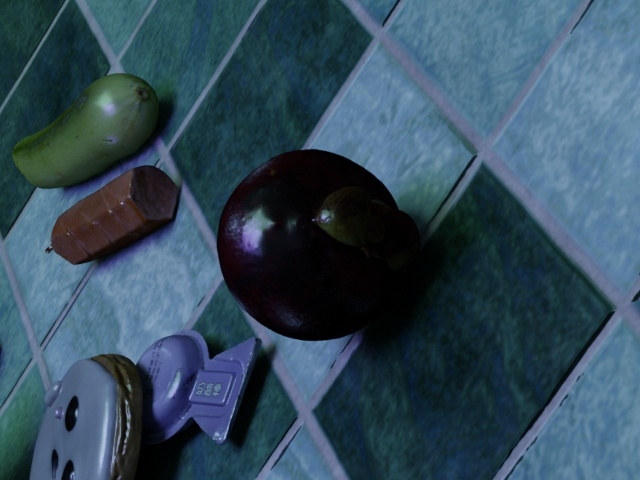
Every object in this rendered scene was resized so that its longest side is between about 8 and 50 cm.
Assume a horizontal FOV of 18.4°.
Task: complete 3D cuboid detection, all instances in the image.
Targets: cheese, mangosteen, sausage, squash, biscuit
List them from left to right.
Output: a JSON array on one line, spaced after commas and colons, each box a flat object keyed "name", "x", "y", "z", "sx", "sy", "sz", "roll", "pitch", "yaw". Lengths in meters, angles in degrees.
[{"name": "biscuit", "x": -0.211, "y": 0.188, "z": 1.730, "sx": 0.208, "sy": 0.049, "sz": 0.181, "roll": 129, "pitch": 143, "yaw": -50}, {"name": "squash", "x": -0.245, "y": -0.108, "z": 2.062, "sx": 0.250, "sy": 0.083, "sz": 0.083, "roll": -25, "pitch": 46, "yaw": 54}, {"name": "sausage", "x": -0.209, "y": -0.019, "z": 1.939, "sx": 0.169, "sy": 0.065, "sz": 0.065, "roll": -26, "pitch": 45, "yaw": 48}, {"name": "cheese", "x": -0.115, "y": 0.125, "z": 1.678, "sx": 0.191, "sy": 0.042, "sz": 0.105, "roll": -1, "pitch": 67, "yaw": 58}, {"name": "mangosteen", "x": 0.000, "y": 0.000, "z": 1.476, "sx": 0.152, "sy": 0.152, "sz": 0.152, "roll": -40, "pitch": 36, "yaw": 37}]
